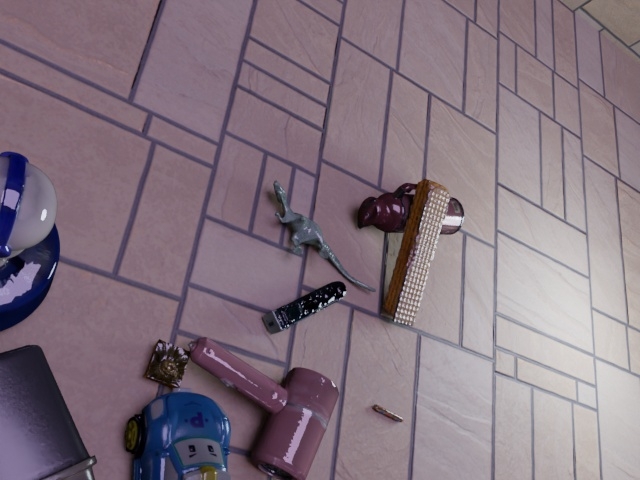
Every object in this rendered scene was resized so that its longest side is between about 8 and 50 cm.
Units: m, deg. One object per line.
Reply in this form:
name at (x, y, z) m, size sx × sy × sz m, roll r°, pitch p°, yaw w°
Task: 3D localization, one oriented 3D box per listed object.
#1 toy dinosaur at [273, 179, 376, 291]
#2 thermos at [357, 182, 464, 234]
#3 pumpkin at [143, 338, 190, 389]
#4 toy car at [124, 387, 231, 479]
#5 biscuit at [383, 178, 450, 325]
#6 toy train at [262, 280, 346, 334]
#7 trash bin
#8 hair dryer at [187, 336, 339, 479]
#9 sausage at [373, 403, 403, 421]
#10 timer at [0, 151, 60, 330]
toy dinosaur at (-0.008, 0.025, 1.556) m, size 0.383 × 0.076 × 0.129 m, roll 54°, pitch 26°, yaw -15°
thermos at (0.247, -0.078, 1.748) m, size 0.330 × 0.136 × 0.110 m, roll 1°, pitch 68°, yaw -36°
pumpkin at (-0.302, 0.246, 1.271) m, size 0.074 × 0.054 × 0.083 m, roll 25°, pitch 63°, yaw -21°
toy car at (-0.244, 0.425, 1.177) m, size 0.198 × 0.166 × 0.314 m, roll 14°, pitch 64°, yaw -36°
biscuit at (0.252, 0.030, 1.678) m, size 0.094 × 0.054 × 0.379 m, roll 19°, pitch 85°, yaw -37°
toy train at (-0.030, 0.151, 1.511) m, size 0.234 × 0.051 × 0.052 m, roll -23°, pitch 87°, yaw -43°
trash bin at (-0.490, 0.331, 1.021) m, size 0.209 × 0.182 × 0.290 m, roll -18°, pitch 78°, yaw -38°
hair dryer at (-0.138, 0.322, 1.317) m, size 0.352 × 0.125 × 0.210 m, roll 38°, pitch 56°, yaw -18°
sausage at (0.166, 0.422, 1.572) m, size 0.100 × 0.015 × 0.015 m, roll 31°, pitch 57°, yaw -23°
timer at (-0.514, -0.018, 1.002) m, size 0.270 × 0.383 × 0.270 m, roll 14°, pitch 64°, yaw -31°
